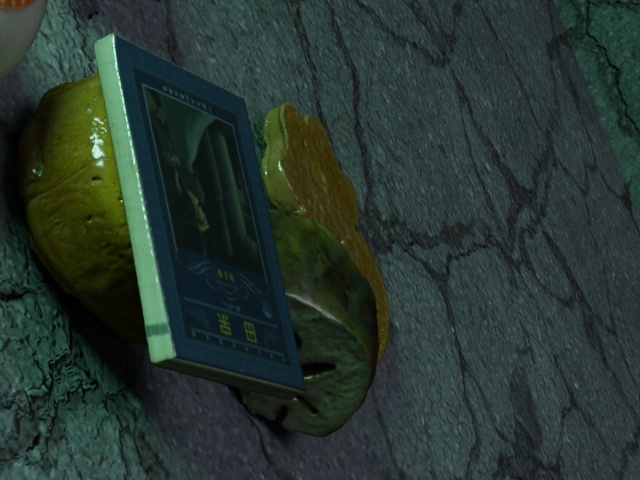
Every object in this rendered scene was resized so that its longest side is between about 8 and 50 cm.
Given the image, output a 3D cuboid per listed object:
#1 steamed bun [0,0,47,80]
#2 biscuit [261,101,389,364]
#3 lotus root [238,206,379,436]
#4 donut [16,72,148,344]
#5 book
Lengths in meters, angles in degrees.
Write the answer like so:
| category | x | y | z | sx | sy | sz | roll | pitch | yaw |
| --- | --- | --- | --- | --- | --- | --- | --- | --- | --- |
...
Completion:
| category | x | y | z | sx | sy | sz | roll | pitch | yaw |
| --- | --- | --- | --- | --- | --- | --- | --- | --- | --- |
| steamed bun | -0.284 | -0.219 | 1.361 | 0.232 | 0.145 | 0.232 | 47 | 30 | -40 |
| biscuit | -0.001 | 0.000 | 1.906 | 0.202 | 0.044 | 0.289 | 11 | 58 | -63 |
| lotus root | -0.031 | 0.069 | 1.694 | 0.235 | 0.138 | 0.119 | 45 | 22 | -31 |
| donut | -0.153 | -0.032 | 1.522 | 0.226 | 0.113 | 0.227 | 44 | 34 | -41 |
| book | -0.092 | -0.015 | 1.464 | 0.191 | 0.025 | 0.269 | 22 | 51 | -56 |
